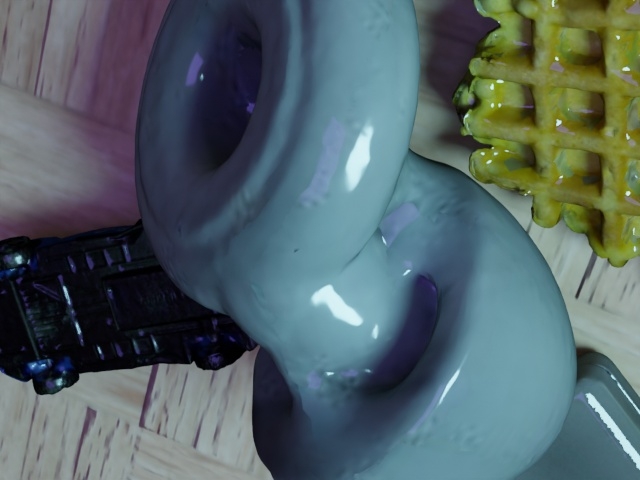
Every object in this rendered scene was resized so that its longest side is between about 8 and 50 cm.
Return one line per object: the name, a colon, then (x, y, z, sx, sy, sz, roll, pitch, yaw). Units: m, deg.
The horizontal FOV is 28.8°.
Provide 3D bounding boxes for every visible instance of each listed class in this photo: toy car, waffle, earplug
toy car: (-0.125, 0.033, 0.781, 0.216, 0.063, 0.103, -10, 104, 23)
waffle: (0.185, -0.070, 0.611, 0.243, 0.058, 0.238, 38, 139, -8)
earplug: (0.012, -0.014, 0.641, 0.214, 0.175, 0.325, -23, 92, 52)

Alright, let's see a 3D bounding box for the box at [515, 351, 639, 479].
box: (0.191, 0.187, 0.730, 0.103, 0.055, 0.243, -35, 94, 26)
